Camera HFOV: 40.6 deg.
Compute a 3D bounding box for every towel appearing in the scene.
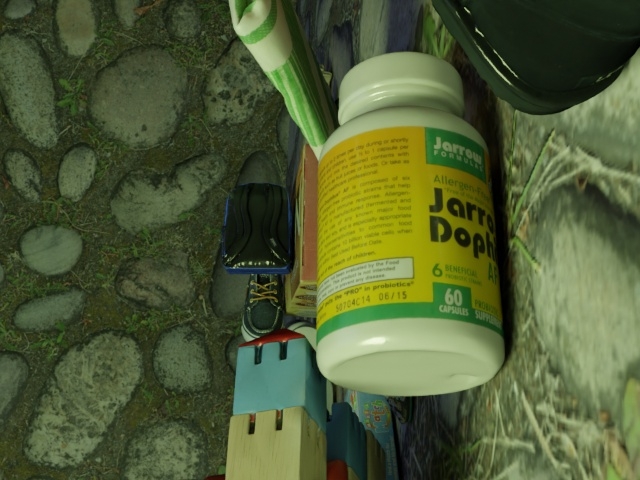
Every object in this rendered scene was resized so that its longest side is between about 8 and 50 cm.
[{"bbox_3d":[-0.014,-0.130,0.794,0.248,0.038,0.325,-105,-9,-46],"label":"towel"}]

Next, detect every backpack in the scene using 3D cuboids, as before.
[{"bbox_3d":[-0.087,-0.015,1.176,0.101,0.098,0.120,108,162,-79],"label":"backpack"}]

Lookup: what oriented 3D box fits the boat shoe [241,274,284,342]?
[{"bbox_3d":[-0.088,0.084,1.318,0.183,0.065,0.083,-99,9,-63],"label":"boat shoe"}]

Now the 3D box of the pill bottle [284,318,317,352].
[{"bbox_3d":[-0.031,0.176,1.483,0.137,0.078,0.078,156,117,-84],"label":"pill bottle"}]

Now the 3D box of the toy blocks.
[{"bbox_3d":[-0.010,0.237,0.602,0.381,0.191,0.261,61,-157,-49],"label":"toy blocks"}]

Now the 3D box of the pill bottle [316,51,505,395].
[{"bbox_3d":[0.056,-0.013,0.568,0.117,0.117,0.208,106,166,-64],"label":"pill bottle"}]

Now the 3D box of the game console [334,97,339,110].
[{"bbox_3d":[0.028,-0.176,1.453,0.107,0.071,0.122,-56,7,-1],"label":"game console"}]

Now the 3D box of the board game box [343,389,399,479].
[{"bbox_3d":[0.042,0.248,0.914,0.160,0.039,0.211,-93,9,-49],"label":"board game box"}]

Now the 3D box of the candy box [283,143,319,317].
[{"bbox_3d":[0.000,0.000,1.236,0.316,0.087,0.183,118,153,-75],"label":"candy box"}]

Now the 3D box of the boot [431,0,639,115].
[{"bbox_3d":[0.064,-0.169,0.307,0.246,0.094,0.207,54,171,3],"label":"boot"}]

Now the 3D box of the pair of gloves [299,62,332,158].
[{"bbox_3d":[-0.003,-0.220,1.644,0.240,0.042,0.204,-101,18,-63],"label":"pair of gloves"}]

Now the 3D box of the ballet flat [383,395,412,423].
[{"bbox_3d":[0.064,0.109,0.791,0.041,0.041,0.114,124,149,-79],"label":"ballet flat"}]

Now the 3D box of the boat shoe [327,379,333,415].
[{"bbox_3d":[-0.020,0.341,1.269,0.094,0.109,0.302,75,-158,-56],"label":"boat shoe"}]

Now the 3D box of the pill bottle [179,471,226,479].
[{"bbox_3d":[-0.114,0.437,1.385,0.131,0.229,0.131,-177,90,-84],"label":"pill bottle"}]
